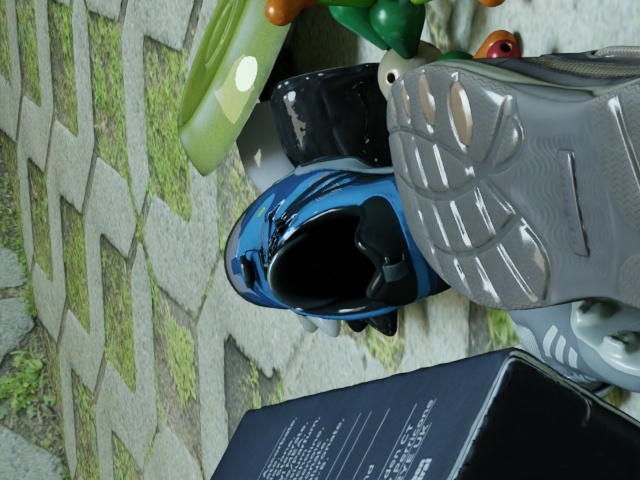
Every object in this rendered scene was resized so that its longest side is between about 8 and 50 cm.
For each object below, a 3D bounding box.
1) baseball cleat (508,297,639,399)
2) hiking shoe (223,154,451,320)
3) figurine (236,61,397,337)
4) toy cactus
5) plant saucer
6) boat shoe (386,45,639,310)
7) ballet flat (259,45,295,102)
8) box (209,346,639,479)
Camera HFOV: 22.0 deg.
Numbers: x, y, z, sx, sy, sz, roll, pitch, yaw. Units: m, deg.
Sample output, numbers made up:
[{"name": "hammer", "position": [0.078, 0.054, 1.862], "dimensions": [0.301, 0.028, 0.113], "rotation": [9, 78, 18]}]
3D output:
[{"name": "baseball cleat", "position": [0.164, 0.059, 0.939], "dimensions": [0.206, 0.072, 0.109], "rotation": [-127, 20, -64]}, {"name": "hiking shoe", "position": [0.000, 0.000, 1.152], "dimensions": [0.304, 0.132, 0.113], "rotation": [-15, 94, 55]}, {"name": "figurine", "position": [0.004, -0.022, 1.344], "dimensions": [0.215, 0.092, 0.209], "rotation": [165, 93, -73]}, {"name": "toy cactus", "position": [0.053, -0.127, 1.101], "dimensions": [0.219, 0.112, 0.180], "rotation": [30, 159, 28]}, {"name": "plant saucer", "position": [-0.070, -0.172, 1.398], "dimensions": [0.241, 0.037, 0.241], "rotation": [-60, 17, 31]}, {"name": "boat shoe", "position": [0.151, -0.033, 0.820], "dimensions": [0.355, 0.130, 0.132], "rotation": [19, 119, 63]}, {"name": "ballet flat", "position": [-0.053, -0.149, 1.509], "dimensions": [0.173, 0.049, 0.057], "rotation": [-117, 27, -45]}, {"name": "box", "position": [0.088, 0.225, 0.755], "dimensions": [0.212, 0.293, 0.395], "rotation": [-62, 11, -17]}]
